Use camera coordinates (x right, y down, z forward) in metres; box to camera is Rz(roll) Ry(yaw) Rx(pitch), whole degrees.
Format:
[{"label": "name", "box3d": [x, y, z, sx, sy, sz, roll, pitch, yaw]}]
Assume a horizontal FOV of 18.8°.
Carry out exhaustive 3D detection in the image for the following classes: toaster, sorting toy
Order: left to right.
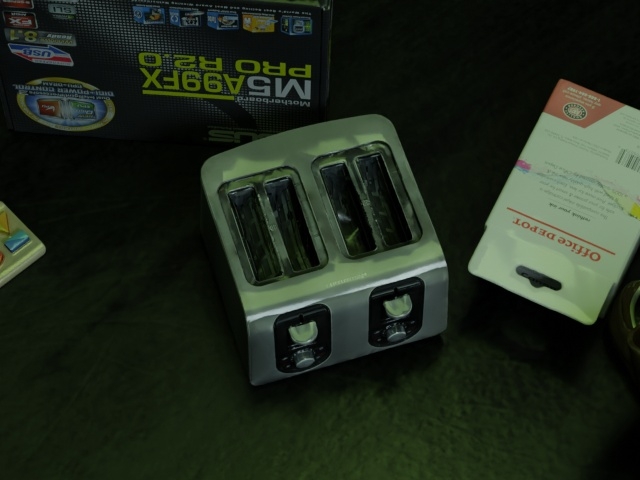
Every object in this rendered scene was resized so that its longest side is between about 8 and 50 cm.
[{"label": "sorting toy", "box3d": [-0.271, 0.011, 1.554, 0.083, 0.012, 0.062, -39, 70, -19]}, {"label": "toaster", "box3d": [0.000, 0.000, 1.510, 0.168, 0.110, 0.186, -14, 64, -9]}]

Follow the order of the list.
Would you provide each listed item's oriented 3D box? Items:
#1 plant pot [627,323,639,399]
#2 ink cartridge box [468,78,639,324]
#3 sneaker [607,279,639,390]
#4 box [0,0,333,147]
[{"label": "plant pot", "box3d": [0.332, 0.174, 1.363, 0.215, 0.215, 0.230, -6, 99, -4]}, {"label": "ink cartridge box", "box3d": [0.202, -0.019, 1.548, 0.115, 0.067, 0.198, 24, 63, 11]}, {"label": "sneaker", "box3d": [0.282, 0.113, 1.479, 0.066, 0.071, 0.188, -29, 66, -15]}, {"label": "box", "box3d": [-0.125, -0.156, 1.530, 0.270, 0.216, 0.060, 5, 61, 1]}]
